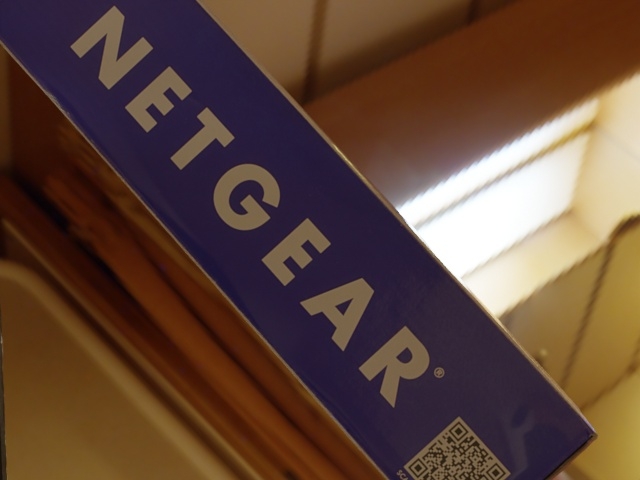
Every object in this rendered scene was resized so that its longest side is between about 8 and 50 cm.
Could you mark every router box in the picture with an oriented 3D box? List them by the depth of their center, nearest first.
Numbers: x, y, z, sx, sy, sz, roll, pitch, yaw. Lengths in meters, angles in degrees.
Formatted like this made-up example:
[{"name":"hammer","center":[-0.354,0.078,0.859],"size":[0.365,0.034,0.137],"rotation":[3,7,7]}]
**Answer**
[{"name":"router box","center":[0.000,0.000,0.786],"size":[0.082,0.335,0.301],"rotation":[-43,-11,3]}]

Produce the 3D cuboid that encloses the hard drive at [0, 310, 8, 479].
[{"name":"hard drive","center":[-0.149,0.064,0.533],"size":[0.022,0.094,0.135],"rotation":[-3,-89,-49]}]
